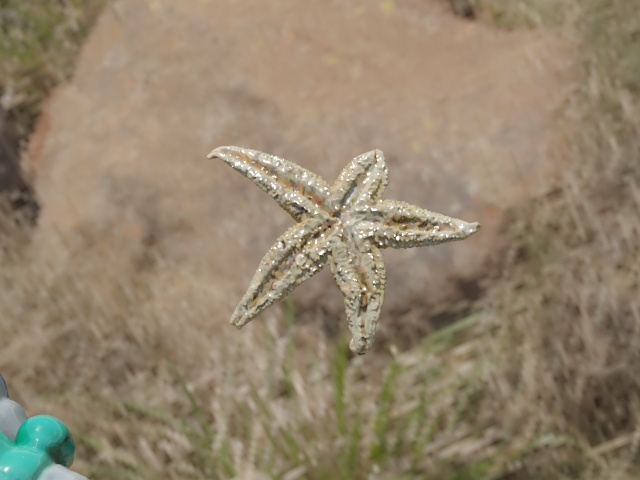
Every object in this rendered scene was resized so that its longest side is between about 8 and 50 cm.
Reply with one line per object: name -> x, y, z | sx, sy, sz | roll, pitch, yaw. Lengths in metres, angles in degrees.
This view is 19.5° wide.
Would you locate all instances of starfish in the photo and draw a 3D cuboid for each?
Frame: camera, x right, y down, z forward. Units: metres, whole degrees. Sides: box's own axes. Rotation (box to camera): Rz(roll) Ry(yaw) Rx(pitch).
starfish -> -0.001, -0.001, 1.883 | 0.295, 0.048, 0.231 | 21, 76, 11

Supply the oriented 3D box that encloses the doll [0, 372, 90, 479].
doll -> -0.236, 0.144, 1.040 | 0.195, 0.153, 0.258 | -30, 65, -30
